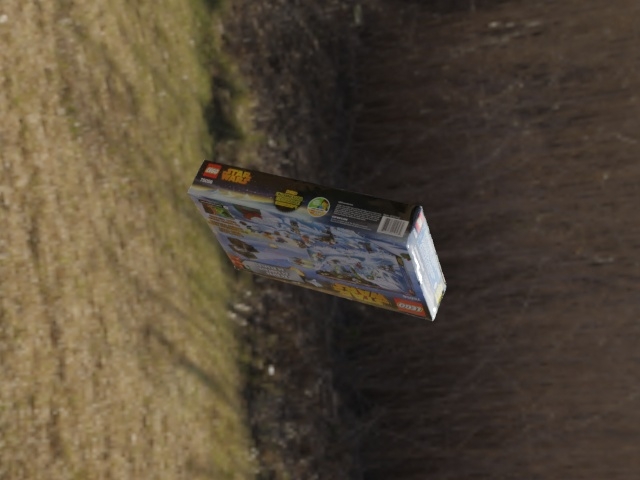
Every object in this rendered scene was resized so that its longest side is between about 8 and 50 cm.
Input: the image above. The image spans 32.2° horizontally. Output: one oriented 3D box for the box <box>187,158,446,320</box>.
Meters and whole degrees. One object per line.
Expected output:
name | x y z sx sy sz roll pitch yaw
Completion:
box | 0.000 0.000 0.648 0.027 0.137 0.094 -66 156 -24
